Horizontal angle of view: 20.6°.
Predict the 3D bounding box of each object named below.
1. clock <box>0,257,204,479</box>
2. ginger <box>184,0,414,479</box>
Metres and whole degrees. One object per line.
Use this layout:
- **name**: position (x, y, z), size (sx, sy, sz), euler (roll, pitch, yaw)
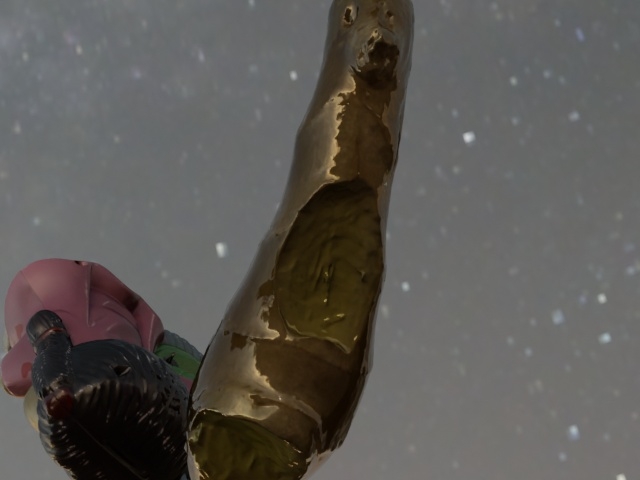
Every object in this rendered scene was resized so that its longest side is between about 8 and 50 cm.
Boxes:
- **clock**: position (-0.120, 0.113, 1.155), size (0.100, 0.195, 0.194), euler (-45, -64, 6)
- **ginger**: position (0.000, 0.000, 0.893), size (0.086, 0.294, 0.131), euler (15, -2, 8)
